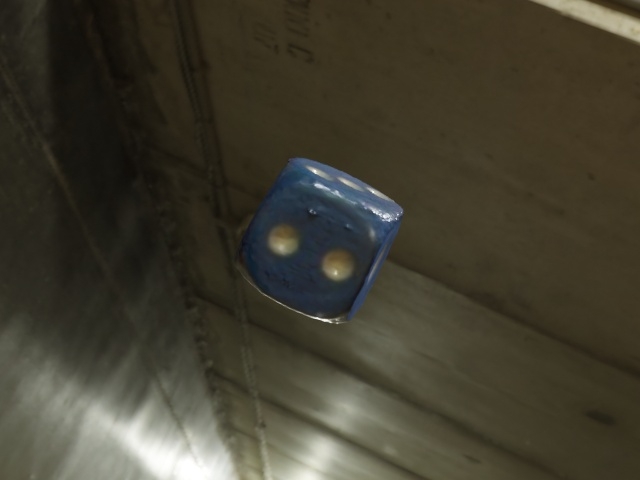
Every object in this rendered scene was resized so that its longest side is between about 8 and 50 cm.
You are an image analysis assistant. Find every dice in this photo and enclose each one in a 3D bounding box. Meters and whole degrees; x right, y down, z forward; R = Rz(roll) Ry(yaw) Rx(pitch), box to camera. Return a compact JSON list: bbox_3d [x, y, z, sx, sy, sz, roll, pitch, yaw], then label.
[{"bbox_3d":[0.000,0.000,1.044,0.143,0.146,0.146,-63,176,13],"label":"dice"}]
